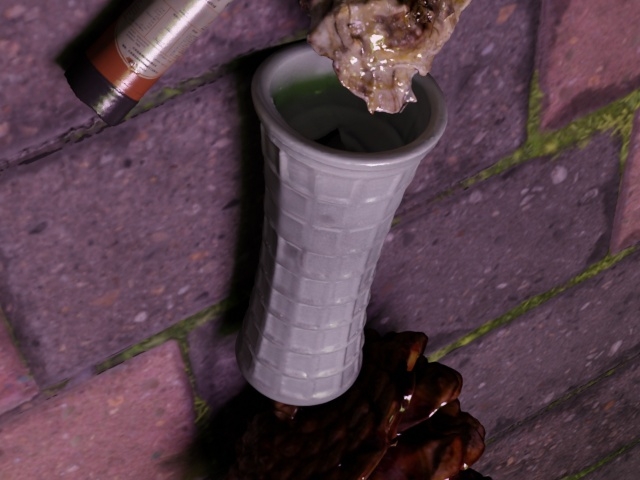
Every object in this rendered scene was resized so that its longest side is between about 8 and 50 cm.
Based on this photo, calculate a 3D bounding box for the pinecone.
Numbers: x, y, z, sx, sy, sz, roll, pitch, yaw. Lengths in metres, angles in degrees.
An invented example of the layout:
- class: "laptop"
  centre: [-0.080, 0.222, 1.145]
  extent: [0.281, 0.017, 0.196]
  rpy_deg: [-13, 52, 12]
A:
- class: "pinecone"
  centre: [0.035, 0.243, 1.132]
  extent: [0.298, 0.242, 0.296]
  rpy_deg: [-41, 142, -5]

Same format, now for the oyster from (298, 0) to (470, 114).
- class: "oyster"
  centre: [0.054, -0.172, 0.836]
  extent: [0.166, 0.108, 0.053]
  rpy_deg: [-55, -178, -25]

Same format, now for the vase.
- class: "vase"
  centre: [0.000, 0.000, 0.944]
  extent: [0.143, 0.143, 0.299]
  rpy_deg: [-17, 142, -26]

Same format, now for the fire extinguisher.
- class: "fire extinguisher"
  centre: [-0.088, -0.151, 0.770]
  extent: [0.177, 0.050, 0.062]
  rpy_deg: [-44, 125, 8]
